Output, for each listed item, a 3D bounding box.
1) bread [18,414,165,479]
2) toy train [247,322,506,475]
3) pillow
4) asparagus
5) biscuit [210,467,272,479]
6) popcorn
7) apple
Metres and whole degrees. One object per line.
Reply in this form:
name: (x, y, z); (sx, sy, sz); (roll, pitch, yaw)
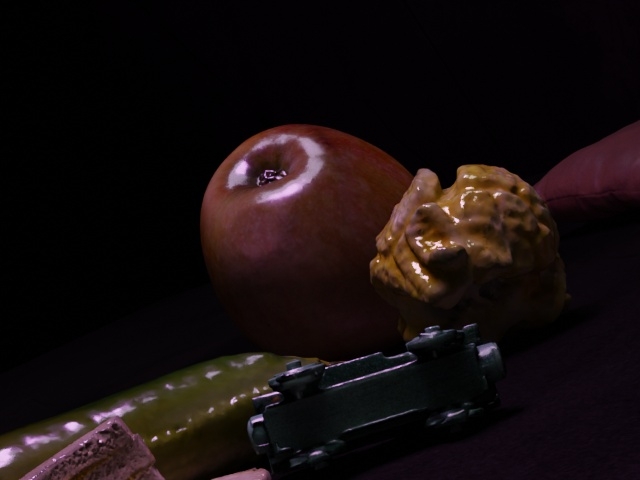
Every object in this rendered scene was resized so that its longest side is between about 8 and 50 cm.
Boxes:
bread: (-0.187, 0.198, 1.461); (0.152, 0.077, 0.105); (-36, 2, -8)
toy train: (0.043, 0.122, 1.527); (0.200, 0.083, 0.132); (-14, -7, 0)
pillow: (0.452, -0.106, 2.576); (0.308, 0.108, 0.305); (-25, 10, -32)
asparagus: (-0.140, 0.170, 1.659); (0.382, 0.108, 0.128); (-20, 1, -28)
biscuit: (-0.106, 0.208, 1.537); (0.152, 0.020, 0.152); (-20, 3, 1)
popcorn: (0.141, 0.022, 1.865); (0.185, 0.187, 0.167); (-12, 37, -11)
apple: (0.000, 0.000, 2.111); (0.257, 0.234, 0.257); (-18, 37, 14)
